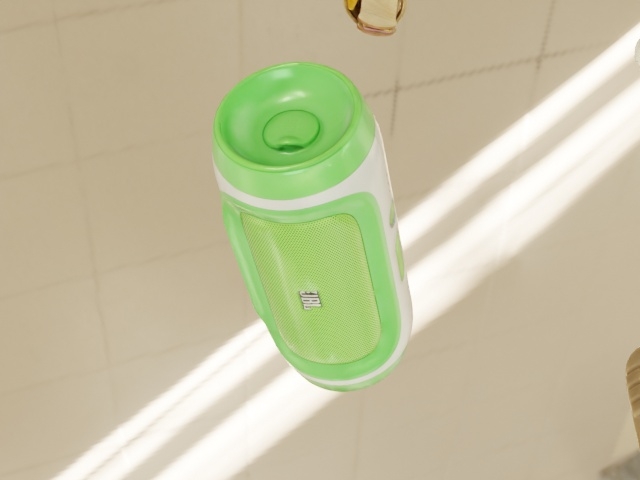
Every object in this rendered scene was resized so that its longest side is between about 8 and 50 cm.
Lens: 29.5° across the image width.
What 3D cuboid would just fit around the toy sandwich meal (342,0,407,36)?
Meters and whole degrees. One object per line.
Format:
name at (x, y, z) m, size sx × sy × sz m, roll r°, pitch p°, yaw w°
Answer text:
toy sandwich meal at (0.063, -0.276, 1.387) m, size 0.085 × 0.085 × 0.029 m, roll -15°, pitch 176°, yaw -14°

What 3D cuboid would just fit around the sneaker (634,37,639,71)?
sneaker at (0.411, -0.131, 1.234) m, size 0.095 × 0.235 × 0.090 m, roll -43°, pitch 157°, yaw 23°

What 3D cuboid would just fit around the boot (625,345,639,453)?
boot at (0.278, 0.192, 0.747) m, size 0.207 × 0.248 × 0.090 m, roll 28°, pitch 139°, yaw -27°

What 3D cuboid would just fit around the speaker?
speaker at (0.000, 0.000, 0.965) m, size 0.131 × 0.131 × 0.296 m, roll -22°, pitch 142°, yaw -5°
